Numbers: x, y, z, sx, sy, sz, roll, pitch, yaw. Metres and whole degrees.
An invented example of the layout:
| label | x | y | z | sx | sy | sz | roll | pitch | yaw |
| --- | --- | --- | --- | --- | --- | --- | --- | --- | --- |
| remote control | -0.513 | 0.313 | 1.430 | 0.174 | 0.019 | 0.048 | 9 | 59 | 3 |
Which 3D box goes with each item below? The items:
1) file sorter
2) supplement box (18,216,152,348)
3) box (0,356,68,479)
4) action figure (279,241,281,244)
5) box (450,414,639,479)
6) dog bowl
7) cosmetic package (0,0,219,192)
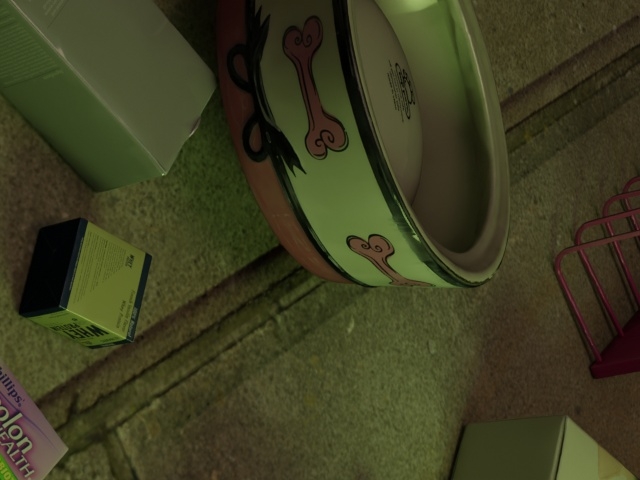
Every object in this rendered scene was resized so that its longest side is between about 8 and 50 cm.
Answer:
| label | x | y | z | sx | sy | sz | roll | pitch | yaw |
| --- | --- | --- | --- | --- | --- | --- | --- | --- | --- |
| file sorter | 0.453 | 0.012 | 1.959 | 0.291 | 0.202 | 0.182 | -38 | 107 | -46 |
| supplement box | -0.198 | 0.038 | 1.323 | 0.083 | 0.056 | 0.083 | 31 | 59 | -40 |
| box | -0.337 | 0.153 | 1.095 | 0.213 | 0.117 | 0.243 | 58 | 46 | -22 |
| action figure | 0.000 | 0.000 | 1.579 | 0.115 | 0.030 | 0.038 | -2 | 87 | -47 |
| box | 0.289 | 0.322 | 1.741 | 0.311 | 0.148 | 0.121 | 42 | 53 | -36 |
| dog bowl | 0.044 | -0.139 | 1.499 | 0.408 | 0.150 | 0.408 | 44 | 39 | -51 |
| cosmetic package | -0.208 | -0.167 | 1.329 | 0.238 | 0.107 | 0.127 | 53 | 46 | -30 |
